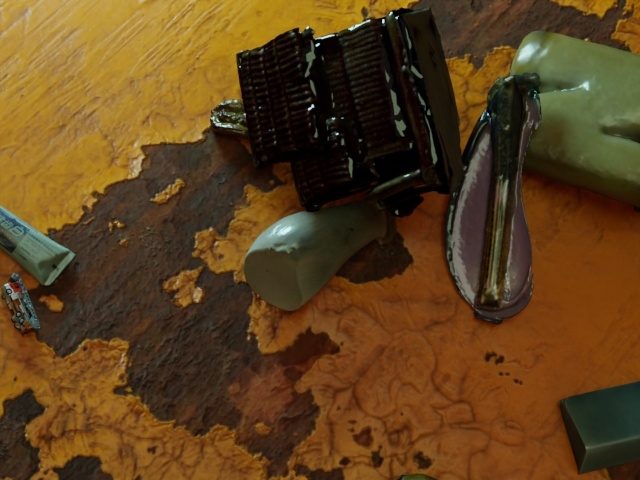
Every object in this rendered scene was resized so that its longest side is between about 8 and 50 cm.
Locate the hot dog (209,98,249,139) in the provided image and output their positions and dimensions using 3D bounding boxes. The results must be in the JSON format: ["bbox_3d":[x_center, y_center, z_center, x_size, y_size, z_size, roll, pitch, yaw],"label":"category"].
[{"bbox_3d":[-0.117,-0.171,1.698,0.083,0.035,0.058,11,64,-4],"label":"hot dog"}]

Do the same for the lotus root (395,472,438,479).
[{"bbox_3d":[0.163,0.372,1.526,0.190,0.094,0.108,26,104,-4],"label":"lotus root"}]

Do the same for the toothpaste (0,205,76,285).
[{"bbox_3d":[-0.440,-0.025,1.605,0.233,0.038,0.060,36,74,2],"label":"toothpaste"}]

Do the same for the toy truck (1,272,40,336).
[{"bbox_3d":[-0.400,0.085,1.577,0.032,0.024,0.083,-19,76,-37],"label":"toy truck"}]

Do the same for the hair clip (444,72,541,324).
[{"bbox_3d":[0.245,-0.064,1.668,0.110,0.095,0.359,6,92,-16],"label":"hair clip"}]

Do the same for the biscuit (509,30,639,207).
[{"bbox_3d":[0.395,-0.182,1.724,0.290,0.062,0.237,22,71,19],"label":"biscuit"}]

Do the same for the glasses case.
[{"bbox_3d":[0.471,0.239,1.632,0.266,0.056,0.105,-11,74,-12],"label":"glasses case"}]

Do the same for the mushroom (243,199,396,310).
[{"bbox_3d":[0.000,0.000,1.634,0.225,0.093,0.116,-38,110,-27],"label":"mushroom"}]

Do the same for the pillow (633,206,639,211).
[{"bbox_3d":[0.628,-0.130,1.699,0.283,0.138,0.310,15,58,45],"label":"pillow"}]

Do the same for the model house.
[{"bbox_3d":[0.037,-0.163,1.638,0.282,0.297,0.317,-16,81,16],"label":"model house"}]
